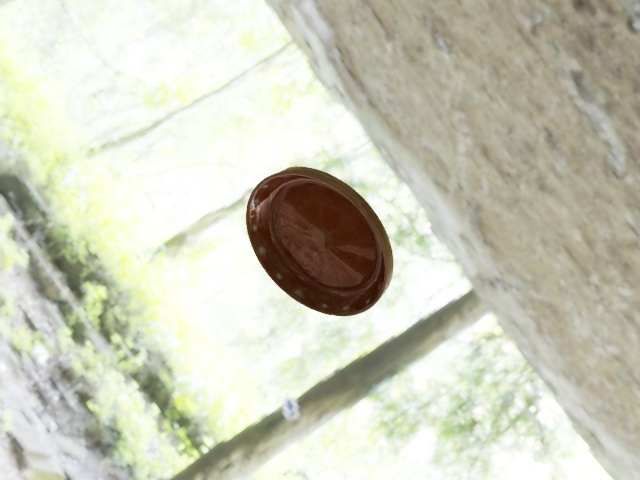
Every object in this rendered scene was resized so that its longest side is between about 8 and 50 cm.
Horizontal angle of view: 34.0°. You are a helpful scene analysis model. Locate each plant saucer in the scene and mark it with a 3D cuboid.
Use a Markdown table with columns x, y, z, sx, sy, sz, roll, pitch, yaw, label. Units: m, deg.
| x | y | z | sx | sy | sz | roll | pitch | yaw | label |
| --- | --- | --- | --- | --- | --- | --- | --- | --- | --- |
| 0.000 | 0.000 | 0.520 | 0.084 | 0.013 | 0.083 | 20 | -49 | 25 | plant saucer |
